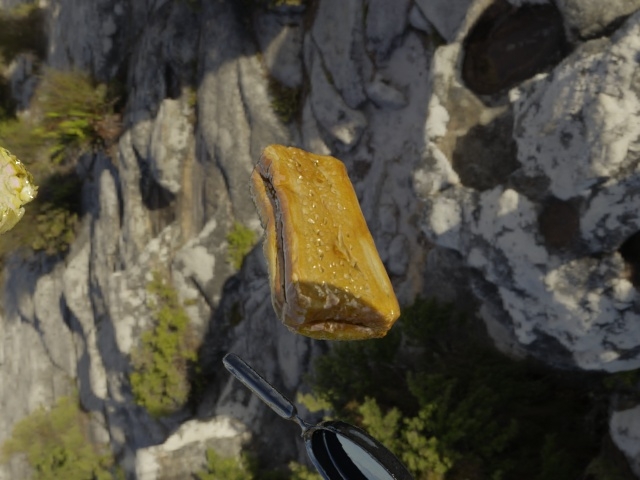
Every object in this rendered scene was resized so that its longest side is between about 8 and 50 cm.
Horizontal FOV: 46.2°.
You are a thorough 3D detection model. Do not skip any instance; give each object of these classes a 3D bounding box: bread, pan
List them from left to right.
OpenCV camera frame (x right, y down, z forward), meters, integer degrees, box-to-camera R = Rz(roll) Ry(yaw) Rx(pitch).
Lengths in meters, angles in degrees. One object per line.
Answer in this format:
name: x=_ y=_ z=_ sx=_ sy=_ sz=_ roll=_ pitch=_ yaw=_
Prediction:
bread: x=0.001 y=-0.002 z=0.825 sx=0.271 sy=0.139 sz=0.077 roll=-109 pitch=37 yaw=-47
pan: x=0.005 y=0.178 z=0.672 sx=0.235 sy=0.028 sz=0.136 roll=44 pitch=149 yaw=3

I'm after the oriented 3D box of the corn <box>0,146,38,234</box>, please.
corn: x=-0.456 y=-0.016 z=0.785 sx=0.123 sy=0.305 sz=0.122 roll=-106 pitch=-4 yaw=-79
